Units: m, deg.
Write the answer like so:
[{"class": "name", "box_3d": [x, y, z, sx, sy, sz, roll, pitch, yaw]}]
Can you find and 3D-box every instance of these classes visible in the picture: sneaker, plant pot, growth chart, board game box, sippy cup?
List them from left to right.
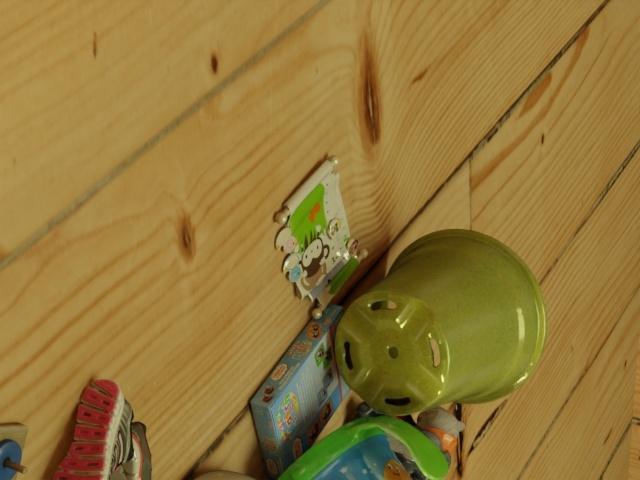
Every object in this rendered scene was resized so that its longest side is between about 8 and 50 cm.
[{"class": "sneaker", "box_3d": [-0.244, 0.244, 1.519, 0.075, 0.063, 0.170, 52, 45, -57]}, {"class": "sneaker", "box_3d": [-0.216, 0.285, 1.615, 0.065, 0.061, 0.158, -38, 137, -59]}, {"class": "board game box", "box_3d": [-0.021, 0.216, 1.970, 0.211, 0.039, 0.160, -53, 146, -39]}, {"class": "growth chart", "box_3d": [0.000, 0.000, 1.919, 0.172, 0.021, 0.237, -55, 147, -31]}, {"class": "sippy cup", "box_3d": [0.060, 0.408, 1.937, 0.240, 0.224, 0.305, -34, 157, -22]}, {"class": "plant pot", "box_3d": [0.157, 0.136, 2.005, 0.254, 0.276, 0.276, -17, 119, -59]}]

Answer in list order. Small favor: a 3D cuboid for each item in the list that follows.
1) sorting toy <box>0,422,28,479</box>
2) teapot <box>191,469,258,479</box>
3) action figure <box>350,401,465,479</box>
[{"class": "sorting toy", "box_3d": [-0.344, 0.254, 1.365, 0.274, 0.046, 0.132, 10, 95, -63]}, {"class": "teapot", "box_3d": [-0.099, 0.426, 1.770, 0.256, 0.187, 0.253, -18, 119, -58]}, {"class": "action figure", "box_3d": [0.132, 0.418, 2.232, 0.330, 0.178, 0.341, -58, 148, -11]}]
